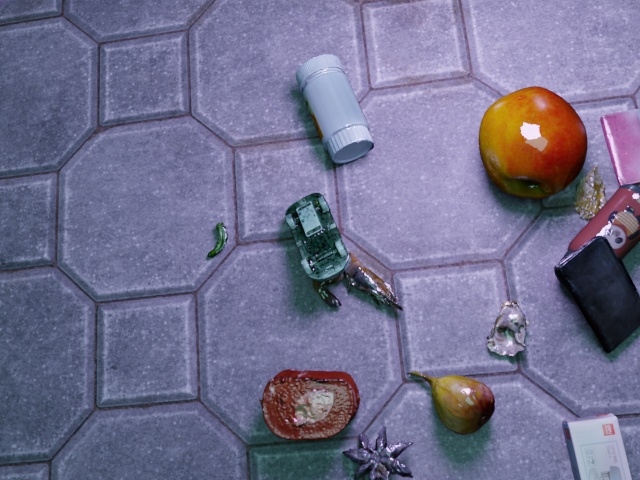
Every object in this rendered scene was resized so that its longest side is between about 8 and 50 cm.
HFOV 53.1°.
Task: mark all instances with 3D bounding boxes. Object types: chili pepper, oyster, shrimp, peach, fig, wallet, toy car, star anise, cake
[{"bbox_3d":[-0.317,0.002,2.029,0.055,0.035,0.118,15,87,24],"label":"chili pepper"},{"bbox_3d":[0.545,0.250,1.830,0.108,0.053,0.165,16,85,31],"label":"oyster"},{"bbox_3d":[0.102,0.151,1.920,0.296,0.058,0.169,38,89,20],"label":"shrimp"},{"bbox_3d":[0.610,-0.291,1.849,0.308,0.308,0.332,2,62,9],"label":"peach"},{"bbox_3d":[0.352,0.426,1.781,0.257,0.159,0.159,26,80,33],"label":"fig"},{"bbox_3d":[0.929,-0.279,1.927,0.119,0.025,0.232,-10,74,5],"label":"wallet"},{"bbox_3d":[0.000,0.000,1.919,0.136,0.125,0.306,-28,55,7],"label":"toy car"},{"bbox_3d":[0.811,-0.130,1.903,0.122,0.045,0.146,41,84,1],"label":"oyster"},{"bbox_3d":[0.164,0.602,1.775,0.204,0.061,0.180,31,72,34],"label":"star anise"},{"bbox_3d":[0.771,0.142,1.746,0.172,0.045,0.318,-39,109,-3],"label":"wallet"},{"bbox_3d":[-0.029,0.462,1.810,0.283,0.151,0.177,0,87,8],"label":"cake"}]

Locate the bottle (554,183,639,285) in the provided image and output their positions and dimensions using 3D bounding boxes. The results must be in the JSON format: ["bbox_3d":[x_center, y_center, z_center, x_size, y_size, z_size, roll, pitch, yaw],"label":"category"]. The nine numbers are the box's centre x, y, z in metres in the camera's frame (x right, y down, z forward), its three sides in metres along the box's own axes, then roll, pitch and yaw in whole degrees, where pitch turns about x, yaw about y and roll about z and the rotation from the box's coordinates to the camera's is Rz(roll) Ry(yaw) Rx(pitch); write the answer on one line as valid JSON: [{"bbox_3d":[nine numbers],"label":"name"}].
[{"bbox_3d":[0.806,0.005,1.814,0.144,0.144,0.336,42,87,16],"label":"bottle"}]

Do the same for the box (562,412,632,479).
[{"bbox_3d":[0.737,0.603,1.696,0.135,0.079,0.269,-9,75,5],"label":"box"}]

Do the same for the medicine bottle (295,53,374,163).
[{"bbox_3d":[0.046,-0.410,2.018,0.158,0.158,0.318,-22,73,2],"label":"medicine bottle"}]
